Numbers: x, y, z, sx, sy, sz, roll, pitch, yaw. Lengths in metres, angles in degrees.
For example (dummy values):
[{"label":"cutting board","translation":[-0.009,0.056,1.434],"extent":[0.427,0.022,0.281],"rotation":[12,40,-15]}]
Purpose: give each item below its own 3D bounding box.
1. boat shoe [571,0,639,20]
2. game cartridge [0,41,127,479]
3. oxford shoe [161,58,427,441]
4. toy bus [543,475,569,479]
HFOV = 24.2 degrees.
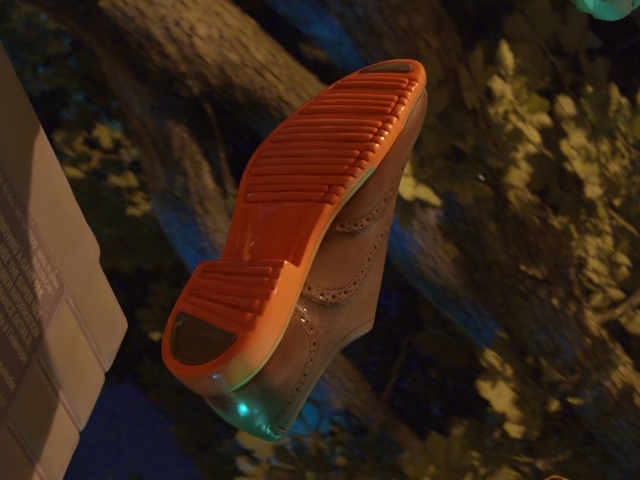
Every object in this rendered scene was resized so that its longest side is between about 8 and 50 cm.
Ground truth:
[{"label":"boat shoe","translation":[0.104,-0.249,0.695],"extent":[0.123,0.324,0.116],"rotation":[-41,-135,-22]},{"label":"game cartridge","translation":[-0.187,0.013,0.620],"extent":[0.068,0.355,0.230],"rotation":[2,-129,16]},{"label":"oxford shoe","translation":[0.000,0.000,1.267],"extent":[0.130,0.133,0.364],"rotation":[7,-124,44]},{"label":"toy bus","translation":[0.187,0.315,0.926],"extent":[0.108,0.333,0.130],"rotation":[-30,-156,-19]}]
